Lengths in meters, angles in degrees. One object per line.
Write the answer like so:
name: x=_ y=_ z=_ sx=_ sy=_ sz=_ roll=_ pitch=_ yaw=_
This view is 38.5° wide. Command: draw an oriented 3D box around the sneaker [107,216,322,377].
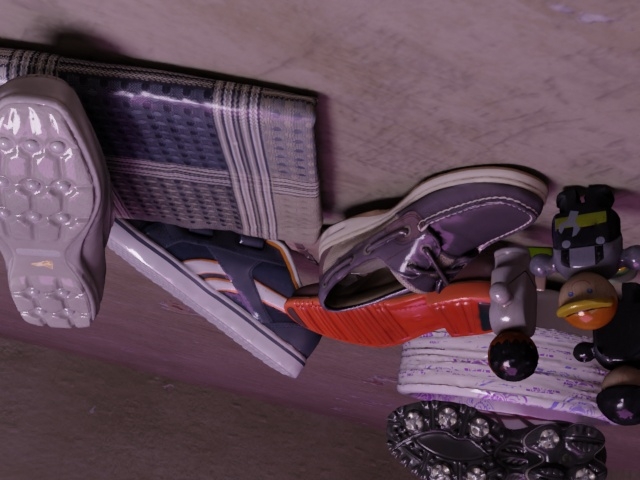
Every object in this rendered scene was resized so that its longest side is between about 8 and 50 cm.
sneaker: x=-0.125 y=0.030 z=1.116 sx=0.321 sy=0.127 sz=0.126 roll=38 pitch=167 yaw=-19

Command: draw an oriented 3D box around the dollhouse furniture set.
dollhouse furniture set: x=0.265 y=0.047 z=1.004 sx=0.152 sy=0.058 sz=0.076 roll=1 pitch=161 yaw=30

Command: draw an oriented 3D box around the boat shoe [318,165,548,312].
boat shoe: x=0.099 y=0.009 z=0.894 sx=0.103 sy=0.092 sz=0.285 roll=28 pitch=149 yaw=-34

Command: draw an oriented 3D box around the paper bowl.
paper bowl: x=0.245 y=0.143 z=1.161 sx=0.284 sy=0.148 sz=0.284 roll=8 pitch=167 yaw=2

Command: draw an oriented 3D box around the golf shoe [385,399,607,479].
golf shoe: x=0.217 y=0.262 z=1.154 sx=0.273 sy=0.105 sz=0.120 roll=8 pitch=175 yaw=8

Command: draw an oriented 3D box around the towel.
towel: x=-0.149 y=-0.085 z=0.882 sx=0.312 sy=0.056 sz=0.324 roll=8 pitch=161 yaw=2

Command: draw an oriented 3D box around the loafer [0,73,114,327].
loafer: x=-0.239 y=-0.038 z=0.811 sx=0.112 sy=0.111 sz=0.319 roll=6 pitch=145 yaw=-10

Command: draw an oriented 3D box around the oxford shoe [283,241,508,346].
oxford shoe: x=0.089 y=0.056 z=1.040 sx=0.271 sy=0.098 sz=0.097 roll=-5 pitch=143 yaw=23

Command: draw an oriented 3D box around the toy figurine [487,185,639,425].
toy figurine: x=0.269 y=0.069 z=0.854 sx=0.209 sy=0.148 sz=0.213 roll=17 pitch=149 yaw=-16

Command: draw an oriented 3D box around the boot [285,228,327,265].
boot: x=0.000 y=0.000 z=1.062 sx=0.087 sy=0.042 sz=0.118 roll=16 pitch=158 yaw=12
